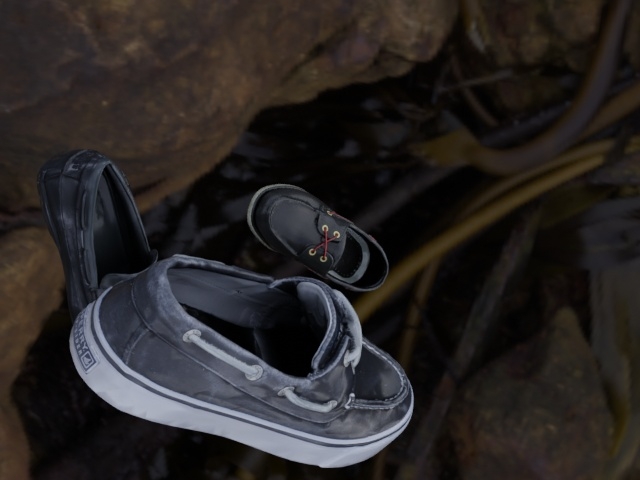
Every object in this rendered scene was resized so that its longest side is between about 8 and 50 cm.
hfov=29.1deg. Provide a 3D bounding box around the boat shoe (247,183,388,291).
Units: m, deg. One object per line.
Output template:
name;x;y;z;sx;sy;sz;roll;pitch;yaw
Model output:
boat shoe;0.001;-0.002;0.867;0.133;0.042;0.049;33;83;-46

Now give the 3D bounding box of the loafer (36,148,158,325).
loafer;-0.173;0.030;1.039;0.076;0.078;0.223;-35;119;-41

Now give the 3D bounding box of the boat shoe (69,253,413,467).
boat shoe;-0.019;0.073;0.824;0.102;0.108;0.301;-39;141;27
